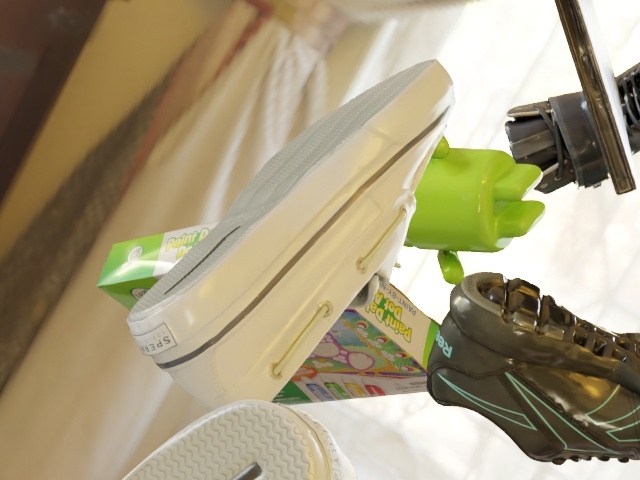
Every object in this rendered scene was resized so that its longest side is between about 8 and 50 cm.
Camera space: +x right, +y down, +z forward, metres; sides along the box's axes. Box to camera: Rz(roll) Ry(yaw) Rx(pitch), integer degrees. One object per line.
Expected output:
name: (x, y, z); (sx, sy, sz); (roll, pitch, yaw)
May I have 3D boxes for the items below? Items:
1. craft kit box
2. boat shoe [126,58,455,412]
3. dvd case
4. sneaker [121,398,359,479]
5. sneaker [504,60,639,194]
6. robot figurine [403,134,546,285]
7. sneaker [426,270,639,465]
craft kit box: (-0.037, 0.069, 1.469); (0.250, 0.061, 0.246); (-11, -43, 42)
boat shoe: (0.000, 0.000, 0.758); (0.083, 0.226, 0.076); (-13, -64, 54)
dvd case: (0.177, -0.146, 1.071); (0.221, 0.018, 0.164); (-75, 146, -64)
sneaker: (-0.091, 0.159, 0.628); (0.094, 0.258, 0.091); (63, 9, 28)
sneaker: (0.239, -0.101, 1.320); (0.163, 0.086, 0.226); (-14, -10, 2)
robot figurine: (0.084, -0.026, 1.014); (0.115, 0.101, 0.067); (4, 27, 30)
sneaker: (0.205, 0.116, 1.170); (0.267, 0.106, 0.101); (25, 24, 0)
